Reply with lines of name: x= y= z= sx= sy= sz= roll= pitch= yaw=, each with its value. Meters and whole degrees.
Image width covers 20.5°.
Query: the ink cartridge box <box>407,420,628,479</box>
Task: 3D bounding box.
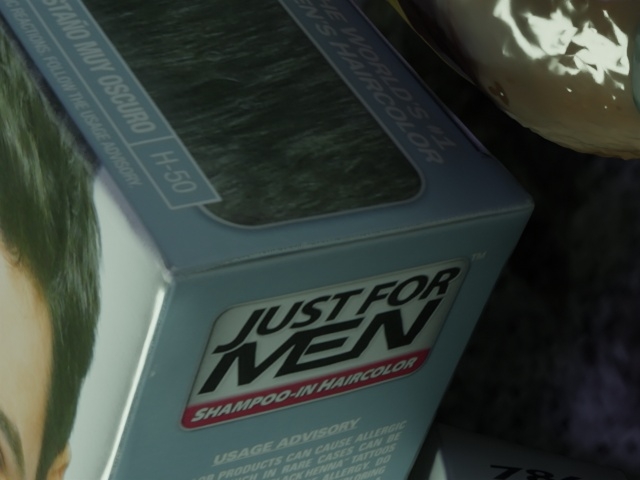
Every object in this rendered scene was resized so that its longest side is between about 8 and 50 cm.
ink cartridge box: x=0.049 y=0.160 z=0.433 sx=0.332 sy=0.065 sz=0.165 roll=-95 pitch=13 yaw=-76

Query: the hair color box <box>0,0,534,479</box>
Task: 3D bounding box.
hair color box: x=-0.084 y=0.075 z=0.578 sx=0.185 sy=0.114 sz=0.374 roll=53 pitch=138 yaw=34

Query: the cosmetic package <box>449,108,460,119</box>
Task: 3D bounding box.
cosmetic package: x=0.000 y=0.000 z=0.599 sx=0.060 sy=0.041 sz=0.115 roll=33 pitch=113 yaw=44

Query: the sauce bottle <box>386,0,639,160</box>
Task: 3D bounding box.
sauce bottle: x=0.057 y=-0.091 z=0.439 sx=0.111 sy=0.111 sz=0.344 roll=-64 pitch=33 yaw=24
